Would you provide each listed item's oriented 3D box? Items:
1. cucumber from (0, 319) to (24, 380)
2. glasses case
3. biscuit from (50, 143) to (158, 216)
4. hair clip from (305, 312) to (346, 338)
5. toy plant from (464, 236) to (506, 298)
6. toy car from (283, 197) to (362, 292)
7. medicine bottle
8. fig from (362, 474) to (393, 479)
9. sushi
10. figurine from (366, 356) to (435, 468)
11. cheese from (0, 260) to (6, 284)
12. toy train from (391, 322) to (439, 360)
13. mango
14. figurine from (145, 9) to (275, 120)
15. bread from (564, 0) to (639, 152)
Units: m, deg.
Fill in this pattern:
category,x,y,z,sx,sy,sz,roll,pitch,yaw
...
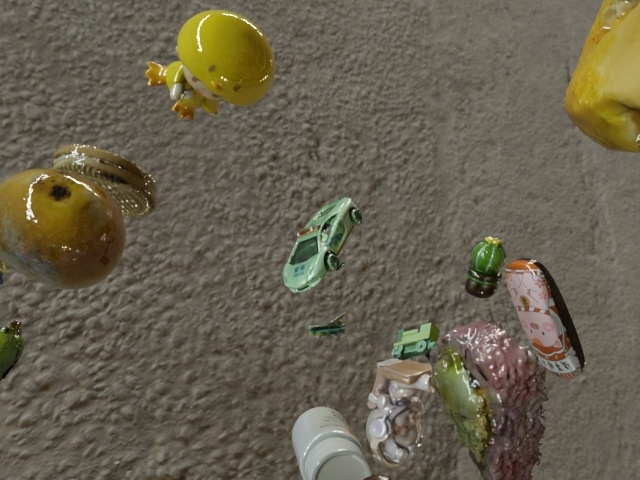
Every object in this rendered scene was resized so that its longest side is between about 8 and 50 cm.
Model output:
category,x,y,z,sx,sy,sz,roll,pitch,yaw
cucumber,-0.416,0.163,0.669,0.069,0.227,0.069,42,22,-21
glasses case,0.456,0.159,1.159,0.067,0.103,0.266,-26,97,-19
biscuit,-0.499,-0.133,1.323,0.259,0.259,0.079,24,64,-23
hair clip,0.019,0.196,1.272,0.173,0.049,0.049,-1,66,-62
toy plant,0.444,0.069,1.523,0.093,0.162,0.093,10,22,-4
toy car,0.000,0.000,0.845,0.058,0.093,0.186,52,42,-22
medicine bottle,0.018,0.462,1.224,0.145,0.252,0.144,0,91,-8
fig,0.059,0.269,0.324,0.217,0.217,0.321,23,27,-23
sushi,0.233,0.234,0.830,0.108,0.161,0.241,-14,111,-18
figurine,0.167,0.364,1.179,0.162,0.141,0.236,2,99,-48
cheese,-0.651,-0.002,1.114,0.069,0.270,0.177,-24,74,-35
toy train,0.215,0.234,1.290,0.050,0.122,0.081,41,48,-28
mango,-0.401,-0.009,0.846,0.193,0.316,0.146,47,55,-21
figurine,-0.252,-0.375,1.257,0.215,0.344,0.187,30,67,-38
bread,0.505,-0.294,0.756,0.361,0.394,0.250,-2,42,-39
